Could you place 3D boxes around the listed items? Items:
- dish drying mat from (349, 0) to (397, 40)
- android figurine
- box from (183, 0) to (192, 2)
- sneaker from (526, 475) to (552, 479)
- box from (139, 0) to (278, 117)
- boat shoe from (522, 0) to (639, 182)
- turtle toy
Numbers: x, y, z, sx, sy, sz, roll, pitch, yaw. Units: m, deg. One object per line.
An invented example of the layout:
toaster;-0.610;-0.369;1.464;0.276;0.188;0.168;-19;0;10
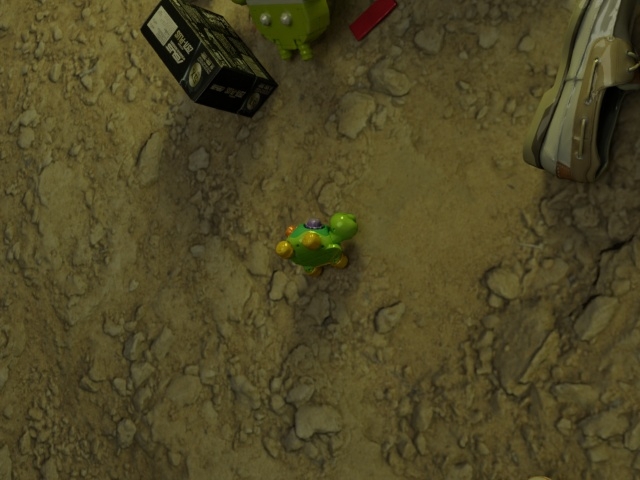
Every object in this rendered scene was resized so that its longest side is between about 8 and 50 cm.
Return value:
dish drying mat;0.080;-0.341;1.616;0.083;0.008;0.032;-40;65;26
android figurine;-0.071;-0.403;1.617;0.248;0.056;0.273;18;131;54
box;-0.228;-0.480;1.824;0.094;0.027;0.137;-21;75;32
sneaker;0.336;0.435;1.319;0.126;0.127;0.321;-30;95;35
box;-0.179;-0.293;1.703;0.077;0.147;0.180;-48;63;21
boat shoe;0.364;-0.220;1.360;0.103;0.113;0.302;29;113;31
turtle toy;0.000;0.000;1.600;0.130;0.095;0.066;-19;54;31
